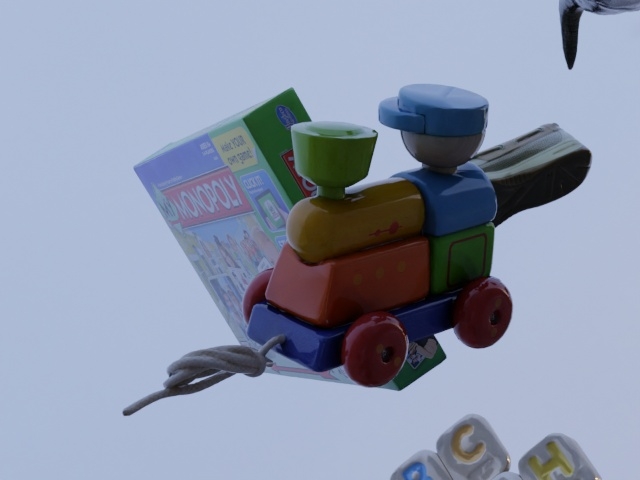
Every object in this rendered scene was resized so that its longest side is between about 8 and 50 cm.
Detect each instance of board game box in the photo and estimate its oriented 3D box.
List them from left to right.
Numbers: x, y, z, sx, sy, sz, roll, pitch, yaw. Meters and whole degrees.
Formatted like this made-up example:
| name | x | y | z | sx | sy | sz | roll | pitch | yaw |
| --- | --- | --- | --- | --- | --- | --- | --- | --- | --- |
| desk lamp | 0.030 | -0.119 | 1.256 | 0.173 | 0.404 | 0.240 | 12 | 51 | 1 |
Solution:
| name | x | y | z | sx | sy | sz | roll | pitch | yaw |
| --- | --- | --- | --- | --- | --- | --- | --- | --- | --- |
| board game box | -0.037 | 0.008 | 1.069 | 0.046 | 0.317 | 0.213 | -34 | -82 | -19 |

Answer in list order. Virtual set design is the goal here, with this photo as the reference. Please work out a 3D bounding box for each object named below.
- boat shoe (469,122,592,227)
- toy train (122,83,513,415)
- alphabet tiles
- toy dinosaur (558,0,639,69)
| name | x | y | z | sx | sy | sz | roll | pitch | yaw |
| --- | --- | --- | --- | --- | --- | --- | --- | --- | --- |
| boat shoe | 0.115 | -0.043 | 0.964 | 0.153 | 0.048 | 0.056 | -22 | -40 | -19 |
| toy train | 0.000 | 0.000 | 0.754 | 0.248 | 0.105 | 0.143 | -14 | -66 | -40 |
| alphabet tiles | 0.142 | 0.303 | 1.230 | 0.284 | 0.278 | 0.021 | -40 | -35 | 13 |
| toy dinosaur | 0.136 | -0.184 | 0.732 | 0.121 | 0.160 | 0.313 | -48 | -34 | -34 |
